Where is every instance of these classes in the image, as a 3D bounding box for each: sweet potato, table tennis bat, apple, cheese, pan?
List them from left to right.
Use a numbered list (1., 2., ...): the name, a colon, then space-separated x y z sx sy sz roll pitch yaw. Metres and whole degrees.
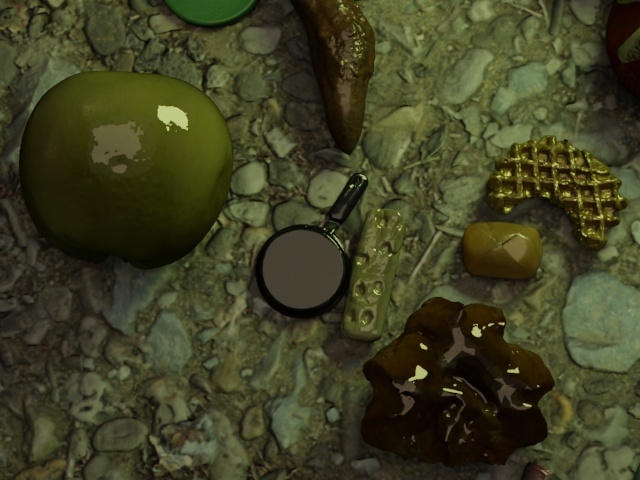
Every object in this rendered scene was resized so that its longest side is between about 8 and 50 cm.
1. apple: -0.263 -0.096 1.618 0.292 0.292 0.254 6 79 2
2. table tennis bat: -0.149 -0.442 1.807 0.160 0.039 0.257 16 83 5
3. pan: 0.000 0.000 1.707 0.136 0.028 0.235 30 79 6
4. sweet potato: 0.020 -0.296 1.746 0.114 0.092 0.342 -25 77 20
5. cheese: 0.074 0.049 1.688 0.065 0.043 0.194 14 78 2

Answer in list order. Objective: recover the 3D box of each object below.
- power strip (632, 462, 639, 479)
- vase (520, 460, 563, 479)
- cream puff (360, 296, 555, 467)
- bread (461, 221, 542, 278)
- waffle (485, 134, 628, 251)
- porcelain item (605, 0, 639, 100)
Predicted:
1. power strip: 0.498 0.373 1.609 0.137 0.044 0.216 -26 77 -6
2. vase: 0.248 0.398 1.591 0.086 0.086 0.214 32 75 7
3. cream puff: 0.174 0.201 1.603 0.269 0.155 0.241 -28 84 -13
4. bread: 0.257 0.012 1.688 0.115 0.056 0.082 9 77 2
5. waffle: 0.336 -0.067 1.708 0.194 0.051 0.149 34 76 6
6. porcelain item: 0.530 -0.302 1.671 0.253 0.253 0.253 0 77 0
